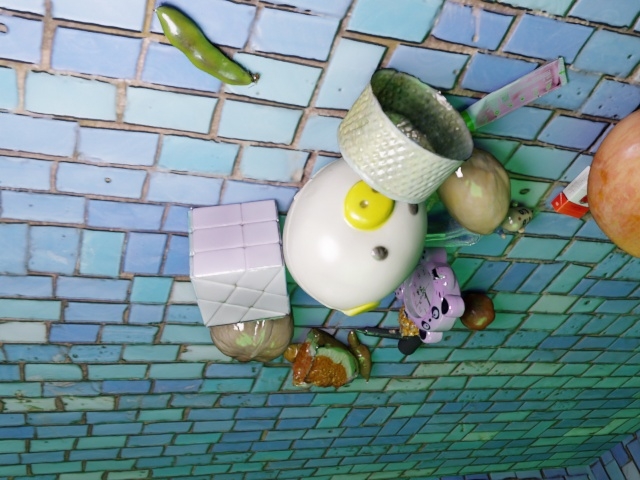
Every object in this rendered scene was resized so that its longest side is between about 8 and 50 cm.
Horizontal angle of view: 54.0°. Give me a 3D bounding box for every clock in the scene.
[{"bbox_3d":[0.316,0.153,1.815,0.090,0.247,0.227,3,137,-23],"label":"clock"}]

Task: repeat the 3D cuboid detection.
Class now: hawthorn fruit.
[{"bbox_3d":[0.507,0.231,2.073,0.140,0.125,0.125,21,139,9],"label":"hawthorn fruit"}]

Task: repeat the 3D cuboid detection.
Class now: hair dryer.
[{"bbox_3d":[0.233,0.327,2.153,0.256,0.070,0.128,9,136,-15],"label":"hair dryer"}]

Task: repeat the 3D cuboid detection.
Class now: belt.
[{"bbox_3d":[0.290,-0.023,1.716,0.303,0.072,0.087,-3,147,-2],"label":"belt"}]

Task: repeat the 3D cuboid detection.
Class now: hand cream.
[{"bbox_3d":[0.436,-0.329,1.450,0.275,0.050,0.079,-28,164,8],"label":"hand cream"}]

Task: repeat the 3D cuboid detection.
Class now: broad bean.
[{"bbox_3d":[-0.223,-0.362,1.207,0.065,0.046,0.255,-40,136,19],"label":"broad bean"}]

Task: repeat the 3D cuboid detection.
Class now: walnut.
[{"bbox_3d":[-0.193,0.230,1.775,0.249,0.248,0.248,-8,140,-7],"label":"walnut"}]

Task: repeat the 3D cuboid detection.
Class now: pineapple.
[{"bbox_3d":[0.308,0.217,1.992,0.162,0.136,0.176,-24,180,-5],"label":"pineapple"}]

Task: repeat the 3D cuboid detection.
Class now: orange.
[{"bbox_3d":[-0.083,0.383,2.113,0.086,0.062,0.086,-7,142,-5],"label":"orange"}]

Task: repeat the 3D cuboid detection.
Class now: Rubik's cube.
[{"bbox_3d":[-0.201,0.056,1.564,0.222,0.224,0.231,-7,142,-5],"label":"Rubik's cube"}]

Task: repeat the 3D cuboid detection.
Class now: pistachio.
[{"bbox_3d":[0.384,-0.129,1.575,0.182,0.162,0.293,-12,147,23],"label":"pistachio"}]

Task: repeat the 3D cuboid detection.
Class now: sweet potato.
[{"bbox_3d":[0.136,0.391,2.185,0.075,0.074,0.269,-17,128,3],"label":"sweet potato"}]

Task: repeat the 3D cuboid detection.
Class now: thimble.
[{"bbox_3d":[0.177,-0.218,1.324,0.271,0.270,0.150,14,135,-29],"label":"thimble"}]

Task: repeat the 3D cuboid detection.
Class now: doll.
[{"bbox_3d":[0.515,-0.055,1.763,0.179,0.102,0.089,-18,-177,-2],"label":"doll"}]

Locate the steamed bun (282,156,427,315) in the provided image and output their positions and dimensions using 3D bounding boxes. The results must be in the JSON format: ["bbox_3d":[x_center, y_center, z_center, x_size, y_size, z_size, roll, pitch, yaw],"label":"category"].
[{"bbox_3d":[0.084,-0.021,1.458,0.374,0.334,0.334,-53,146,-22],"label":"steamed bun"}]

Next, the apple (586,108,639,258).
[{"bbox_3d":[0.845,-0.137,1.533,0.392,0.391,0.346,5,135,-22],"label":"apple"}]

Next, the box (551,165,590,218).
[{"bbox_3d":[0.740,-0.133,1.764,0.100,0.048,0.152,14,135,-27],"label":"box"}]

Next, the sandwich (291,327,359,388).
[{"bbox_3d":[0.011,0.407,2.095,0.292,0.109,0.212,22,109,-44],"label":"sandwich"}]

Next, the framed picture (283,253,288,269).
[{"bbox_3d":[-0.007,-0.005,1.675,0.173,0.010,0.231,1,132,-14],"label":"framed picture"}]
